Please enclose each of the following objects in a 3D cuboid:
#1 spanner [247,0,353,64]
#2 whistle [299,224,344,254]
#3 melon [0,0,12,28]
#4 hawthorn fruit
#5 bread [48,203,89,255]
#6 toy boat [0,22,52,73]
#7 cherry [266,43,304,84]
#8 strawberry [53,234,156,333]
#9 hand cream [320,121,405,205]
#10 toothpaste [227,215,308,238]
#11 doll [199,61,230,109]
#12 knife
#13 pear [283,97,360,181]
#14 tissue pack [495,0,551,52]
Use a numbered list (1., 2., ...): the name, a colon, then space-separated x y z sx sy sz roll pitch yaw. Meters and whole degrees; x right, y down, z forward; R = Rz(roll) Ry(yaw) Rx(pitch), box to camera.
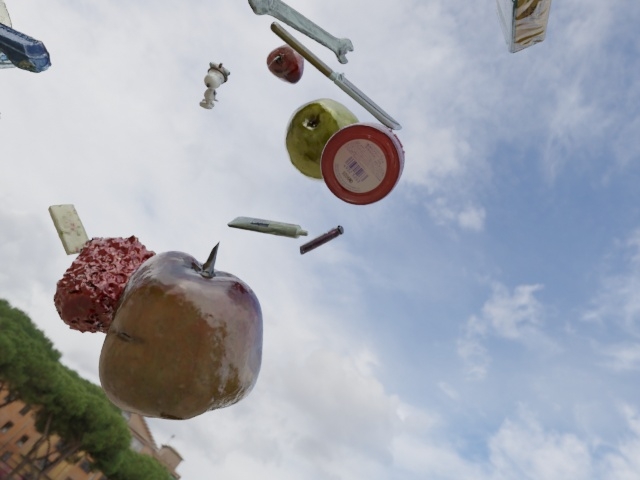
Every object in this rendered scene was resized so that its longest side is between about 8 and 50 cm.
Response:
1. spanner: -0.032 -0.457 0.995 0.017 0.302 0.071 9 -93 45
2. whistle: 0.000 0.000 1.418 0.176 0.033 0.033 -27 -72 35
3. melon: -0.629 -0.391 0.873 0.054 0.098 0.182 -39 -106 27
4. hawthorn fruit: -0.226 0.143 0.799 0.267 0.301 0.268 13 -7 2
5. bread: -0.676 -0.031 1.261 0.028 0.068 0.154 -38 -105 37
6. toy boat: -0.263 -0.158 0.385 0.083 0.038 0.038 26 -42 6
7. cherry: -0.098 -0.496 1.306 0.106 0.087 0.126 -2 -8 -1
8. strawberry: -0.450 0.099 0.959 0.233 0.178 0.234 1 -83 5
9. hand cream: 0.101 -0.182 1.093 0.193 0.125 0.193 3 -76 13
10. toothpaste: -0.140 -0.037 1.265 0.233 0.060 0.038 10 -56 20
11. doll: -0.192 -0.277 0.839 0.040 0.058 0.085 27 -26 -4
12. knife: 0.044 -0.321 0.931 0.343 0.061 0.027 33 -61 -22
13. pear: 0.019 -0.304 1.455 0.252 0.253 0.307 17 -3 24
14. tissue pack: 0.392 -0.467 0.902 0.082 0.169 0.120 -15 -105 17
